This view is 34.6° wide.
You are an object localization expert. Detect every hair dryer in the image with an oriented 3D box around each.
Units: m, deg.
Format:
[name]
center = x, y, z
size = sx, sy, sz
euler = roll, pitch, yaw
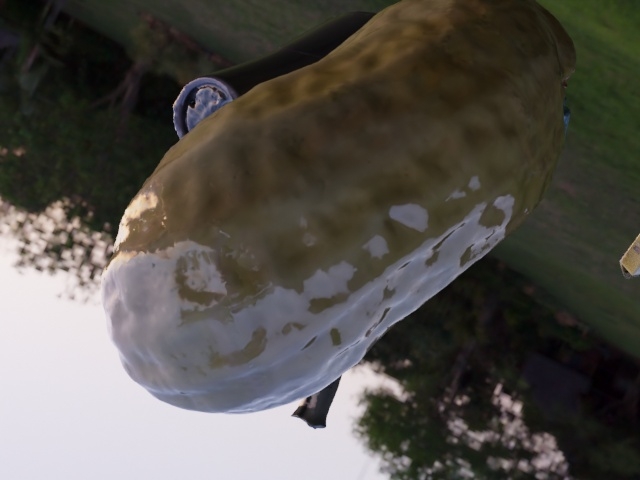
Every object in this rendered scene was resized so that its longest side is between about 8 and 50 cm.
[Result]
[hair dryer]
center = 0.000, 0.000, 0.844
size = 0.121, 0.361, 0.301
euler = 13, -159, 29

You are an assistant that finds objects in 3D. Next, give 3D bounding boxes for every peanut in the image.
[peanut]
center = 0.026, -0.034, 0.582
size = 0.158, 0.340, 0.174
euler = 59, 165, -8

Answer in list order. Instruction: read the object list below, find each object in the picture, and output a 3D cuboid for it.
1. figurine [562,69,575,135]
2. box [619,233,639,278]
[figurine]
center = 0.155, -0.081, 0.798
size = 0.068, 0.140, 0.075
euler = 17, 138, 12
[box]
center = 0.303, -0.026, 0.825
size = 0.073, 0.149, 0.020
euler = -9, -128, -31
